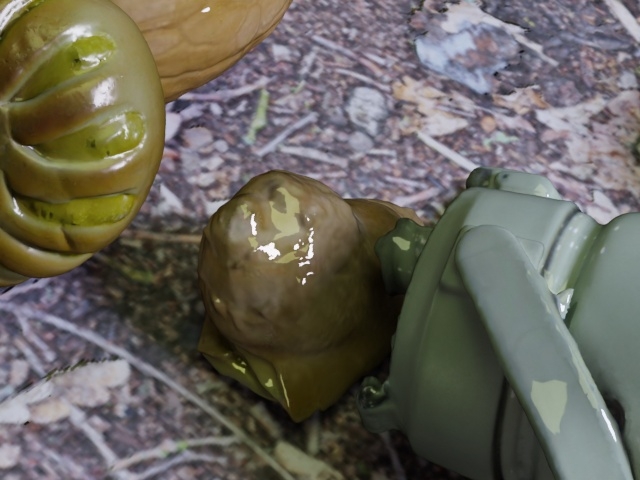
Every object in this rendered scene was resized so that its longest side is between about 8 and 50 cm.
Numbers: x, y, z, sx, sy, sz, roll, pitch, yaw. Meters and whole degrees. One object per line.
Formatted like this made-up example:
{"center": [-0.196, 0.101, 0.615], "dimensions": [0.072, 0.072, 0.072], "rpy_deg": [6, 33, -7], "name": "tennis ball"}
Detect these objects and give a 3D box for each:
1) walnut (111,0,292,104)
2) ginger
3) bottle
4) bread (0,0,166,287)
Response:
{"center": [-0.117, -0.184, 0.953], "dimensions": [0.193, 0.193, 0.225], "rpy_deg": [42, 52, 17], "name": "walnut"}
{"center": [0.002, 0.000, 0.889], "dimensions": [0.115, 0.123, 0.193], "rpy_deg": [21, 40, 27], "name": "ginger"}
{"center": [0.182, 0.083, 0.783], "dimensions": [0.351, 0.229, 0.229], "rpy_deg": [15, 47, 17], "name": "bottle"}
{"center": [-0.197, -0.070, 0.829], "dimensions": [0.213, 0.213, 0.105], "rpy_deg": [27, 16, 5], "name": "bread"}
